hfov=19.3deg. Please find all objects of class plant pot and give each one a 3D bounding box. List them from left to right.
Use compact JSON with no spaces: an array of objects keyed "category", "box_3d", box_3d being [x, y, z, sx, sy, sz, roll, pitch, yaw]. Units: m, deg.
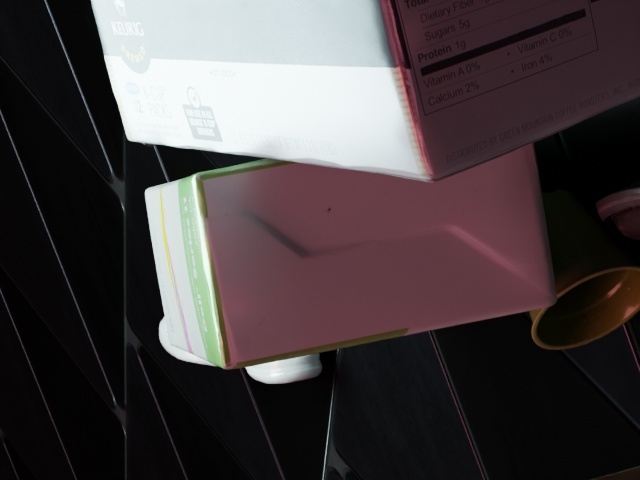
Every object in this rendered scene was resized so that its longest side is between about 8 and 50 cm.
[{"category":"plant pot","box_3d":[0.154,0.013,1.184,0.083,0.083,0.079,103,147,-51]}]

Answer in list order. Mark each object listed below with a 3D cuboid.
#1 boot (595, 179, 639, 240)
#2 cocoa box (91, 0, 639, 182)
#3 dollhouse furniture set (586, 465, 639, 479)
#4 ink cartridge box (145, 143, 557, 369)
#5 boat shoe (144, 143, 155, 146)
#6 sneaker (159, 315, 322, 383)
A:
[{"category":"boot","box_3d":[0.264,0.062,0.995,0.263,0.091,0.229,1,112,59]},{"category":"cocoa box","box_3d":[0.030,-0.187,1.063,0.347,0.231,0.228,12,121,58]},{"category":"dollhouse furniture set","box_3d":[0.220,0.306,1.257,0.259,0.135,0.262,60,146,30]},{"category":"ink cartridge box","box_3d":[0.000,0.000,1.237,0.353,0.207,0.119,177,82,-79]},{"category":"boat shoe","box_3d":[-0.103,-0.103,1.559,0.206,0.075,0.065,-27,84,59]},{"category":"sneaker","box_3d":[-0.071,0.063,1.654,0.212,0.080,0.094,8,107,52]}]
